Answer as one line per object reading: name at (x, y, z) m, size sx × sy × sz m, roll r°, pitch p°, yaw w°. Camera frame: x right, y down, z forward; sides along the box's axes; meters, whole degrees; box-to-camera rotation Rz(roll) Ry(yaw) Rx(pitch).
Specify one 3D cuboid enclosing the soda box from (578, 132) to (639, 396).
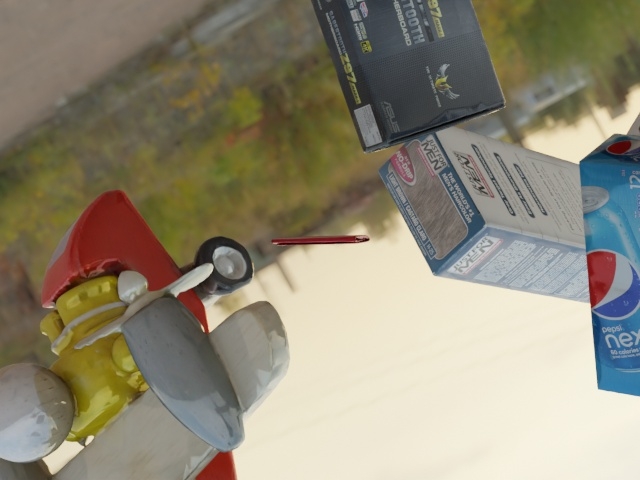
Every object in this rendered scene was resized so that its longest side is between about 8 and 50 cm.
soda box at (0.264, 0.022, 1.343) m, size 0.067 × 0.210 × 0.071 m, roll 7°, pitch -154°, yaw 34°

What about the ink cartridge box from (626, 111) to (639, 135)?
ink cartridge box at (0.442, -0.091, 1.729) m, size 0.117 × 0.201 × 0.278 m, roll -88°, pitch -162°, yaw -50°

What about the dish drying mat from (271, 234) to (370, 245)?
dish drying mat at (0.000, 0.000, 1.443) m, size 0.083 × 0.008 × 0.032 m, roll -2°, pitch -176°, yaw 27°

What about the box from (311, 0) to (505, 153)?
box at (0.098, -0.236, 1.887) m, size 0.183 × 0.232 × 0.059 m, roll -19°, pitch -178°, yaw -32°

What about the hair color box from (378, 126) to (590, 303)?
hair color box at (0.248, -0.031, 2.091) m, size 0.347 × 0.174 × 0.105 m, roll 12°, pitch 133°, yaw -47°

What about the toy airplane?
toy airplane at (-0.176, 0.179, 1.446) m, size 0.272 × 0.386 × 0.384 m, roll 5°, pitch -164°, yaw -34°
